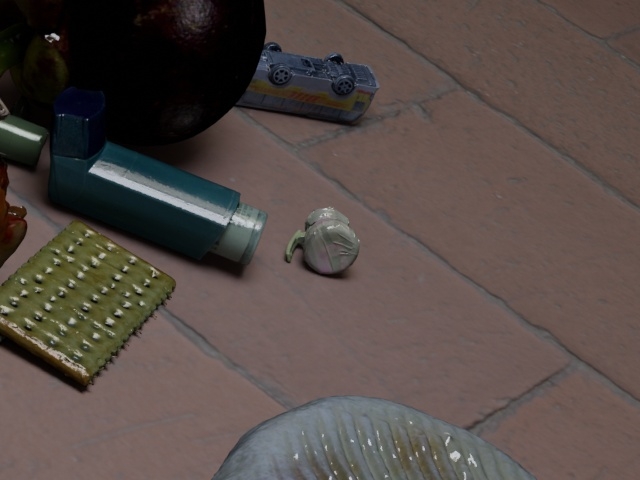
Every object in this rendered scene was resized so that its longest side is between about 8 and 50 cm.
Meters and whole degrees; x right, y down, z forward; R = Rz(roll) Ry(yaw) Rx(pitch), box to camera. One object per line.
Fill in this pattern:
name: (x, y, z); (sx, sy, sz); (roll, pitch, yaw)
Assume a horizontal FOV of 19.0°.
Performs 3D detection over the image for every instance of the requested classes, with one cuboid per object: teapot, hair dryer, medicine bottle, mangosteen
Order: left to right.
hair dryer: (-0.338, -0.132, 2.125); (0.071, 0.047, 0.150); (20, 21, -11)
mangosteen: (-0.214, -0.259, 2.128); (0.313, 0.297, 0.297); (28, 21, -45)
medicine bottle: (-0.179, -0.060, 2.039); (0.258, 0.124, 0.079); (24, 28, -5)
teapot: (0.000, 0.000, 2.138); (0.083, 0.064, 0.064); (-13, 29, 0)

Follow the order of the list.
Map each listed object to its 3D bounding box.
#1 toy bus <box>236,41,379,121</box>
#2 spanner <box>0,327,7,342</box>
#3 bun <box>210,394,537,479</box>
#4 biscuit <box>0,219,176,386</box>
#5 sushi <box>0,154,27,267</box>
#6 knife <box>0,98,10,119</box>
toy bus: (-0.026, -0.196, 2.391); (0.190, 0.075, 0.064); (8, 33, -23)
spanner: (-0.353, 0.004, 1.921); (0.071, 0.017, 0.302); (11, 34, -22)
bun: (0.058, 0.293, 1.581); (0.361, 0.211, 0.362); (16, 30, -9)
biscuit: (-0.238, 0.057, 1.910); (0.139, 0.016, 0.231); (31, 29, 5)
sushi: (-0.415, -0.001, 1.736); (0.182, 0.196, 0.343); (50, 46, 10)
knife: (-0.379, -0.131, 1.905); (0.089, 0.043, 0.365); (40, -15, -18)
